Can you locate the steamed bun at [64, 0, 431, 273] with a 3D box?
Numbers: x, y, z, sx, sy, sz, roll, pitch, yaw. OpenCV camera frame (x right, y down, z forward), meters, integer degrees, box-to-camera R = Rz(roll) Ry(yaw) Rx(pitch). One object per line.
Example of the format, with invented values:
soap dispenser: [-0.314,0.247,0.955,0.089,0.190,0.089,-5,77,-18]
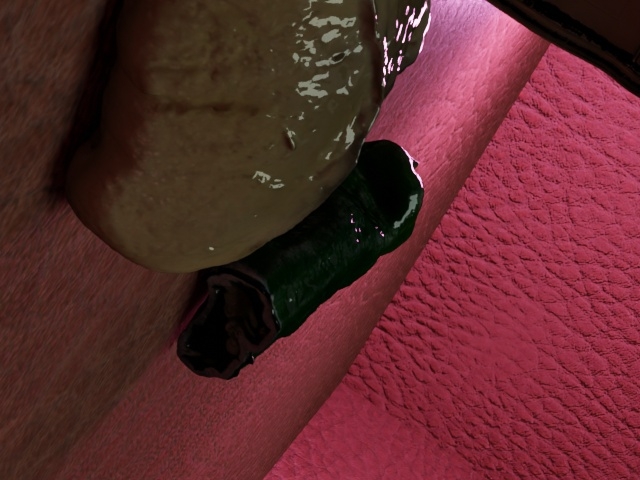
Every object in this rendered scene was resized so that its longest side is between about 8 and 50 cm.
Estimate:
steamed bun: [-0.018,-0.077,0.630,0.212,0.110,0.231,-58,170,17]

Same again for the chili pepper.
chili pepper: [0.000,0.000,1.136,0.270,0.099,0.136,-45,158,-42]

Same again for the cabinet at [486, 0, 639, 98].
cabinet: [0.276,-0.329,1.023,0.290,0.227,0.318,-50,170,-36]
